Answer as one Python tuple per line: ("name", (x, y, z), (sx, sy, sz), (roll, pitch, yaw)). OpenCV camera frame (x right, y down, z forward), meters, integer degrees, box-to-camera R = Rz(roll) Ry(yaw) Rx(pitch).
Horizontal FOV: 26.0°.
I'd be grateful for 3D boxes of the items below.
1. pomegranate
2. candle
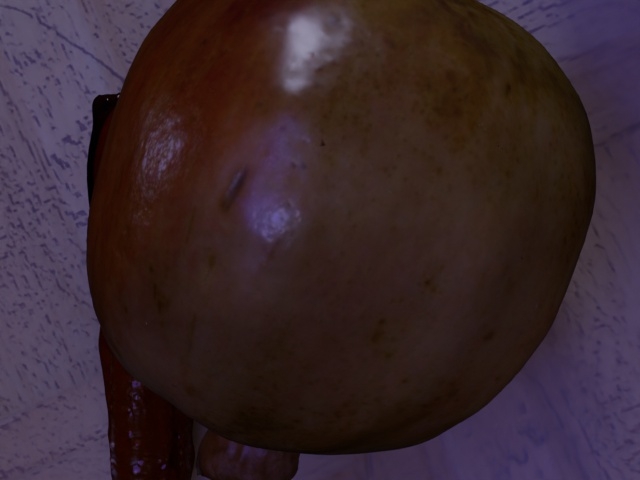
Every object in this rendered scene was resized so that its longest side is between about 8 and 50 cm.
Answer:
("pomegranate", (0.000, 0.000, 0.670), (0.229, 0.252, 0.270), (21, 93, -12))
("candle", (-0.104, 0.059, 0.806), (0.059, 0.084, 0.302), (-1, 97, -7))
